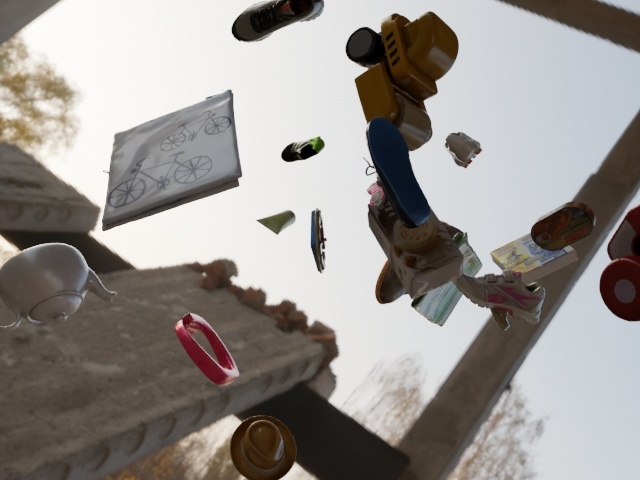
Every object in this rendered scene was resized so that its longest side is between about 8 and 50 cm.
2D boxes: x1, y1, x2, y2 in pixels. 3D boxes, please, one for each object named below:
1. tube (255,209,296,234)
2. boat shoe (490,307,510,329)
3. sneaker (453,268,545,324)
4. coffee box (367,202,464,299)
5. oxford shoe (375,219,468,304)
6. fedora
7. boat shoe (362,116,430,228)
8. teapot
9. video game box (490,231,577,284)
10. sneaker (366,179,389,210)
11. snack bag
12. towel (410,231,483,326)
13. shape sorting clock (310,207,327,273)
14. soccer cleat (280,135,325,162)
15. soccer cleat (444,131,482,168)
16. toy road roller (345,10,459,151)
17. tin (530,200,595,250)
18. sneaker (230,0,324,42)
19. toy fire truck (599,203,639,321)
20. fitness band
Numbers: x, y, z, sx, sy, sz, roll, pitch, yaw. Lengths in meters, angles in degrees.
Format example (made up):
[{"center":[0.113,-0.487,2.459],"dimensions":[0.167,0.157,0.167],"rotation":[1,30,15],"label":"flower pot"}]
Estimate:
[{"center":[-0.153,-0.064,2.524],"dimensions":[0.070,0.240,0.062],"rotation":[-8,-82,16],"label":"tube"},{"center":[0.474,0.166,1.895],"dimensions":[0.153,0.048,0.056],"rotation":[64,18,1],"label":"boat shoe"},{"center":[0.459,0.118,1.811],"dimensions":[0.252,0.111,0.103],"rotation":[19,18,-8],"label":"sneaker"},{"center":[0.227,0.000,1.730],"dimensions":[0.098,0.141,0.247],"rotation":[79,-15,-54],"label":"coffee box"},{"center":[0.317,0.073,2.242],"dimensions":[0.132,0.363,0.130],"rotation":[23,-28,50],"label":"oxford shoe"},{"center":[-0.153,0.550,1.907],"dimensions":[0.194,0.194,0.079],"rotation":[34,-35,19],"label":"fedora"},{"center":[0.151,-0.142,1.564],"dimensions":[0.089,0.109,0.258],"rotation":[129,-52,-67],"label":"boat shoe"},{"center":[-0.740,0.142,1.919],"dimensions":[0.187,0.256,0.252],"rotation":[61,11,23],"label":"teapot"},{"center":[0.659,0.047,2.205],"dimensions":[0.048,0.205,0.187],"rotation":[64,0,-26],"label":"video game box"},{"center":[0.144,-0.096,1.657],"dimensions":[0.057,0.047,0.119],"rotation":[47,18,-23],"label":"sneaker"},{"center":[-0.331,-0.186,1.572],"dimensions":[0.343,0.323,0.037],"rotation":[-103,171,-46],"label":"snack bag"},{"center":[0.365,0.118,2.002],"dimensions":[0.038,0.248,0.325],"rotation":[33,-3,25],"label":"towel"},{"center":[0.000,0.000,2.199],"dimensions":[0.040,0.206,0.206],"rotation":[-6,-38,8],"label":"shape sorting clock"},{"center":[-0.064,-0.271,2.177],"dimensions":[0.178,0.072,0.060],"rotation":[-14,-58,41],"label":"soccer cleat"},{"center":[0.303,-0.200,1.521],"dimensions":[0.076,0.068,0.196],"rotation":[42,10,5],"label":"soccer cleat"},{"center":[0.225,-0.412,1.756],"dimensions":[0.240,0.330,0.202],"rotation":[-24,-24,32],"label":"toy road roller"},{"center":[0.668,-0.039,1.952],"dimensions":[0.106,0.040,0.189],"rotation":[50,-42,-4],"label":"tin"},{"center":[-0.125,-0.627,1.958],"dimensions":[0.108,0.271,0.100],"rotation":[-62,132,-76],"label":"sneaker"},{"center":[0.566,0.040,1.010],"dimensions":[0.302,0.169,0.254],"rotation":[54,-41,38],"label":"toy fire truck"},{"center":[-0.308,0.301,1.937],"dimensions":[0.209,0.054,0.291],"rotation":[55,-1,12],"label":"fitness band"}]
